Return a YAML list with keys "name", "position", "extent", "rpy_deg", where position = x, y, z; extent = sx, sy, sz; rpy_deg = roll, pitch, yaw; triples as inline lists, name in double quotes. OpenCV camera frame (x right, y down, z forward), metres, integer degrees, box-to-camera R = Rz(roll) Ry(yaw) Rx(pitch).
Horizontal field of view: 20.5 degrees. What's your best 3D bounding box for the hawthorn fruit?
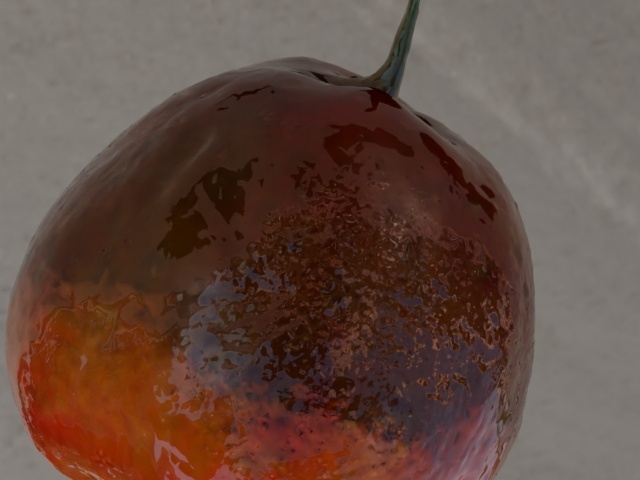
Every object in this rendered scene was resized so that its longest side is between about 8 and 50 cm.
- name: "hawthorn fruit"
  position: [-0.001, 0.015, 0.414]
  extent: [0.140, 0.125, 0.125]
  rpy_deg: [-40, 151, -6]
